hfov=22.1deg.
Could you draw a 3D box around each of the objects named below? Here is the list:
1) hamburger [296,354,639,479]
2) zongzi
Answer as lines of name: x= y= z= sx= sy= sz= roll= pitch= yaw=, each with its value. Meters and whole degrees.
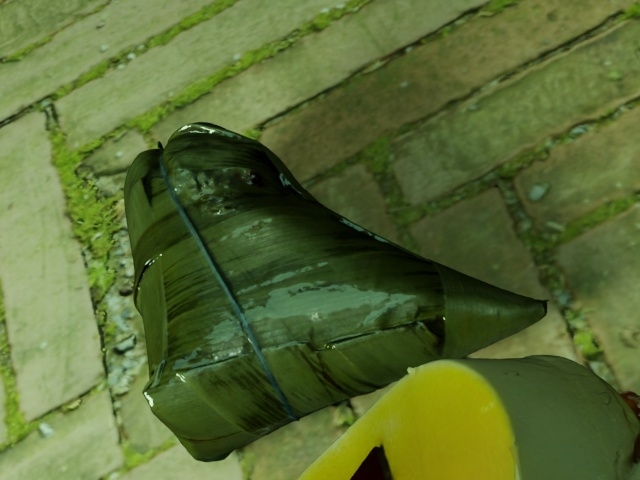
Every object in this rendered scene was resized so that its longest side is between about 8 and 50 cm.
hamburger: x=0.079 y=0.190 z=0.885 sx=0.295 sy=0.151 sz=0.227 roll=-44 pitch=35 yaw=41
zongzi: x=0.000 y=0.000 z=1.156 sx=0.274 sy=0.125 sz=0.250 roll=-21 pitch=56 yaw=9
